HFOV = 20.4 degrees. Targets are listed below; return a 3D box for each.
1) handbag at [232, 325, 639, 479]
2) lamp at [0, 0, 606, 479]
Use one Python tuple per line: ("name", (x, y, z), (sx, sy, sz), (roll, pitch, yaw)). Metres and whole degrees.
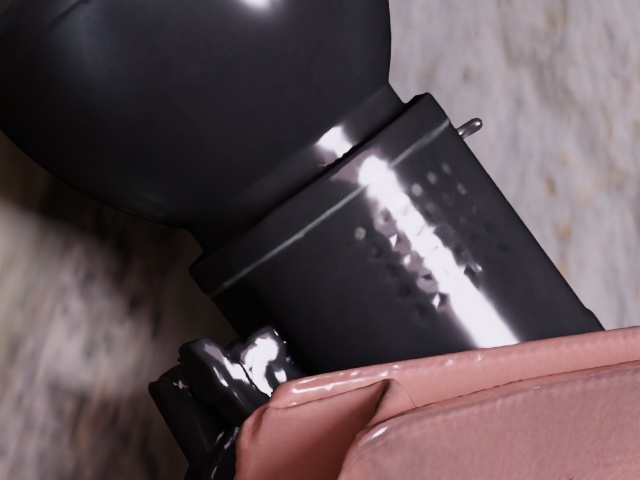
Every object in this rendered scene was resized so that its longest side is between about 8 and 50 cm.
("handbag", (0.055, 0.137, 0.499), (0.157, 0.059, 0.212), (-6, 99, -34))
("lamp", (0.000, 0.000, 0.567), (0.172, 0.147, 0.227), (-37, 93, -28))
